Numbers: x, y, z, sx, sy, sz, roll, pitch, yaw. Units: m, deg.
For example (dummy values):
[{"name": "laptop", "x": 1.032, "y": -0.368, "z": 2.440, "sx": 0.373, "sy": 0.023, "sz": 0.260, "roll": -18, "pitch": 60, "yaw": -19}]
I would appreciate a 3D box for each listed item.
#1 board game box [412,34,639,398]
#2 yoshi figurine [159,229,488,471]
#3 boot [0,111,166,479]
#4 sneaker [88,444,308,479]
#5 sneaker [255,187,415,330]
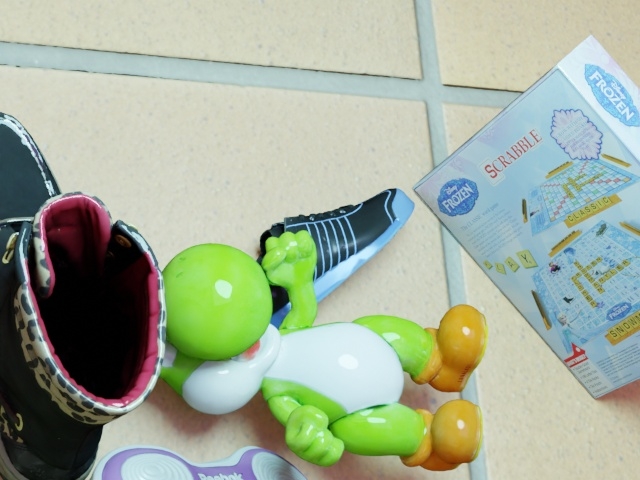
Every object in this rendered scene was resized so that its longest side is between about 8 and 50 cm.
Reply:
[{"name": "board game box", "x": 0.284, "y": -0.010, "z": 1.515, "sx": 0.318, "sy": 0.318, "sz": 0.066, "roll": 49, "pitch": 59, "yaw": 0}, {"name": "yoshi figurine", "x": -0.017, "y": 0.100, "z": 1.377, "sx": 0.362, "sy": 0.203, "sz": 0.203, "roll": 12, "pitch": 102, "yaw": -10}, {"name": "boot", "x": -0.246, "y": 0.022, "z": 1.295, "sx": 0.138, "sy": 0.284, "sz": 0.378, "roll": -4, "pitch": 74, "yaw": -24}, {"name": "sneaker", "x": -0.112, "y": 0.270, "z": 1.372, "sx": 0.305, "sy": 0.152, "sz": 0.114, "roll": 16, "pitch": 35, "yaw": -38}, {"name": "sneaker", "x": 0.000, "y": 0.000, "z": 1.525, "sx": 0.232, "sy": 0.081, "sz": 0.090, "roll": -41, "pitch": 97, "yaw": -28}]
